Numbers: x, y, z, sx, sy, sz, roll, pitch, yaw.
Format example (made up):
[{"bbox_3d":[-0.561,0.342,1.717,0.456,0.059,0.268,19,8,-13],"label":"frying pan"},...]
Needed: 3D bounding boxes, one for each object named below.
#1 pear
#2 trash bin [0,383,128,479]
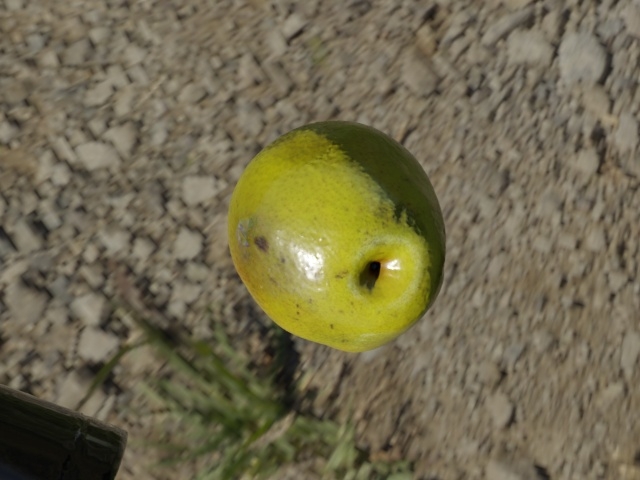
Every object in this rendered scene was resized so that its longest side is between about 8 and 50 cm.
[{"bbox_3d":[0.000,0.000,1.129,0.104,0.141,0.141,-5,108,-31],"label":"pear"},{"bbox_3d":[-0.295,0.160,1.194,0.301,0.252,0.203,21,74,-5],"label":"trash bin"}]
